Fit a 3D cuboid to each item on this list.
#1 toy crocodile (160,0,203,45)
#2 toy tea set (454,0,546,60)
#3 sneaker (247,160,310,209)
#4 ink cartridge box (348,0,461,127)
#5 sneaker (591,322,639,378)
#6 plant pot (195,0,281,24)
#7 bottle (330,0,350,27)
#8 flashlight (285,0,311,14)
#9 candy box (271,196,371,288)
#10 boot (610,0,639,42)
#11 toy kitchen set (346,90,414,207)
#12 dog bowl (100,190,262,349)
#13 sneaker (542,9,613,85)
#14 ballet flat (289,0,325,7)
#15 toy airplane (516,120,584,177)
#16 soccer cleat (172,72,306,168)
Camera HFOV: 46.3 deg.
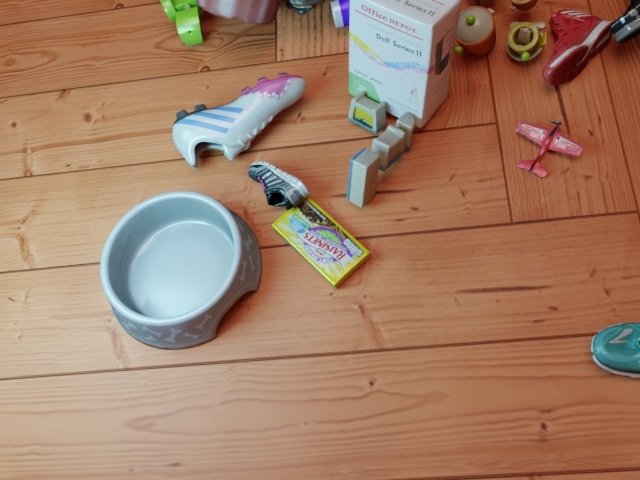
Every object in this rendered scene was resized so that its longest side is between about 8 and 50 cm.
[{"bbox_3d":[-0.363,-0.644,1.936,0.115,0.105,0.340,-24,58,-1],"label":"toy crocodile"},{"bbox_3d":[0.403,-0.568,1.689,0.200,0.124,0.336,-1,79,23],"label":"toy tea set"},{"bbox_3d":[-0.106,-0.117,1.638,0.170,0.063,0.075,27,70,31],"label":"sneaker"},{"bbox_3d":[0.171,-0.433,1.577,0.207,0.353,0.119,30,60,22],"label":"ink cartridge box"},{"bbox_3d":[0.630,0.184,1.342,0.275,0.110,0.107,-2,64,10],"label":"sneaker"},{"bbox_3d":[-0.175,-0.668,1.752,0.272,0.265,0.272,14,30,-8],"label":"plant pot"},{"bbox_3d":[0.168,-0.576,1.800,0.282,0.092,0.118,-13,65,4],"label":"bottle"},{"bbox_3d":[-0.006,-0.716,1.903,0.103,0.103,0.304,26,73,-19],"label":"flashlight"},{"bbox_3d":[0.000,0.000,1.592,0.105,0.027,0.206,-43,65,-9],"label":"candy box"},{"bbox_3d":[0.700,-0.636,1.648,0.377,0.138,0.284,-43,92,-15],"label":"boot"},{"bbox_3d":[0.089,-0.205,1.645,0.166,0.122,0.207,31,54,22],"label":"toy kitchen set"},{"bbox_3d":[-0.303,0.050,1.583,0.348,0.102,0.349,-4,64,9],"label":"dog bowl"},{"bbox_3d":[0.543,-0.438,1.684,0.221,0.087,0.128,-37,55,-21],"label":"sneaker"},{"bbox_3d":[0.009,-0.601,1.815,0.084,0.058,0.250,23,42,22],"label":"ballet flat"},{"bbox_3d":[0.478,-0.195,1.597,0.151,0.028,0.151,-5,63,10],"label":"toy airplane"},{"bbox_3d":[-0.174,-0.267,1.719,0.331,0.116,0.143,-21,79,2],"label":"soccer cleat"}]
